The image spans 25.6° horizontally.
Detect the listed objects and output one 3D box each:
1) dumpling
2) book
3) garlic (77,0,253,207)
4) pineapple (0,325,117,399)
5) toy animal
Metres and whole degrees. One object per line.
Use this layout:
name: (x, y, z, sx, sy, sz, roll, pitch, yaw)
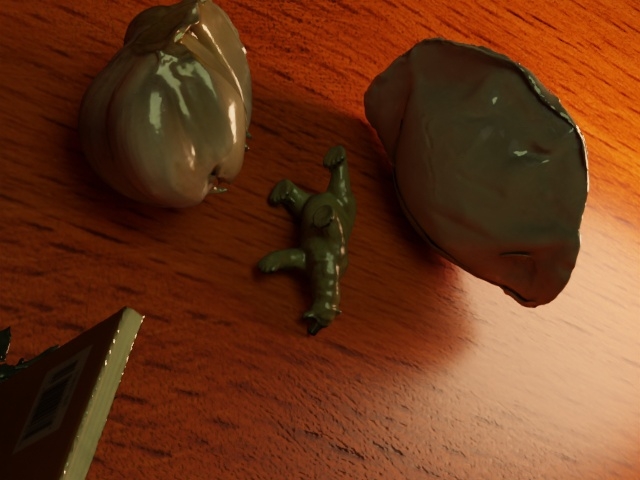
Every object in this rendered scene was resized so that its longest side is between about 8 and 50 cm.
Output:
dumpling: (0.211, -0.095, 1.777, 0.181, 0.260, 0.341, 2, 55, -34)
book: (-0.282, 0.214, 1.018, 0.028, 0.374, 0.262, 39, 41, -25)
garlic: (-0.166, -0.134, 1.549, 0.203, 0.185, 0.281, 60, 13, -29)
pineapple: (-0.324, 0.117, 1.262, 0.277, 0.119, 0.130, 23, 3, -29)
toy animal: (0.000, 0.000, 1.662, 0.101, 0.103, 0.218, 53, 29, -35)
